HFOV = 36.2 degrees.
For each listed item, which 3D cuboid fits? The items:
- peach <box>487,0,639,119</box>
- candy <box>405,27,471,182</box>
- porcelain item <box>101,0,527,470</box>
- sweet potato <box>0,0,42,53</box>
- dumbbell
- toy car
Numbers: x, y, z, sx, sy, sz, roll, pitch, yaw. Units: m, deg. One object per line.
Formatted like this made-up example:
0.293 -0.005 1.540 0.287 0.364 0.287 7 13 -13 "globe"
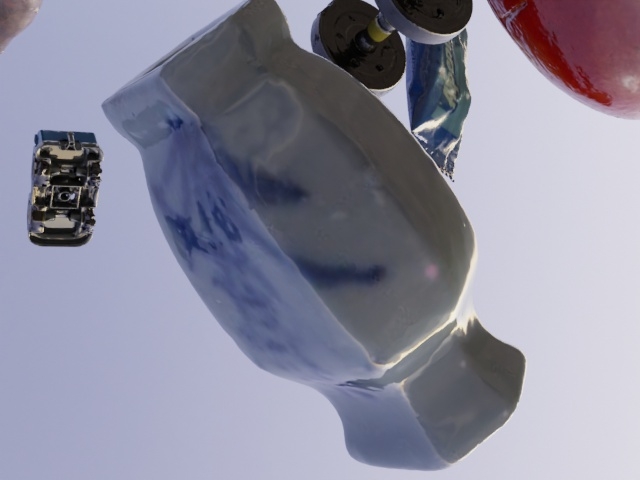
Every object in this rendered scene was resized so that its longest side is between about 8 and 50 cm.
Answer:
0.188 -0.193 0.614 0.196 0.190 0.226 -15 -109 -45 "peach"
0.181 -0.262 1.508 0.187 0.077 0.331 26 -120 -55 "candy"
0.000 0.000 0.844 0.178 0.242 0.405 -43 -73 -31 "porcelain item"
-0.458 -0.377 1.461 0.097 0.292 0.097 8 -124 -12 "sweet potato"
0.088 -0.282 1.252 0.143 0.325 0.143 13 -116 -27 "dumbbell"
-0.385 -0.088 1.468 0.097 0.191 0.100 1 -145 -22 "toy car"
